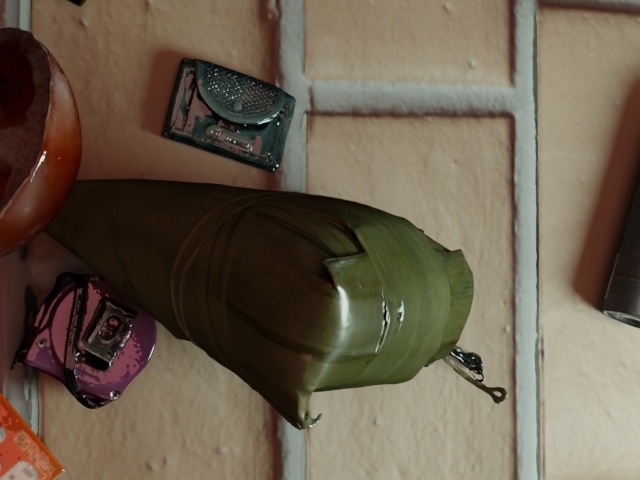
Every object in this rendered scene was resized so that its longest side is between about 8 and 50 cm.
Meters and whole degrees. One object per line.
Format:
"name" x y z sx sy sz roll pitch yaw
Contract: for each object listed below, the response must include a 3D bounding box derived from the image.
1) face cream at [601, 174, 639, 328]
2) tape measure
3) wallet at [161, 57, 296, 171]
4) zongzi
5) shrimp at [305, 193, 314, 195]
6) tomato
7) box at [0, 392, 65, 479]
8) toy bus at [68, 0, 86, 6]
"face cream" 0.388 -0.041 1.750 0.073 0.073 0.284 21 81 -20
"tape measure" -0.222 0.095 1.503 0.118 0.074 0.125 26 81 -19
"wallet" -0.091 -0.130 1.589 0.129 0.026 0.088 17 82 -20
"zongzi" -0.032 0.024 1.554 0.447 0.418 0.181 4 108 -61
"shrimp" 0.000 0.000 1.624 0.059 0.023 0.108 -34 101 -28
"tomato" -0.277 -0.069 1.391 0.112 0.199 0.228 30 73 -45
"box" -0.423 0.197 1.434 0.265 0.048 0.273 -42 103 -18
"toy bus" -0.347 -0.341 1.449 0.335 0.121 0.123 26 70 -19
